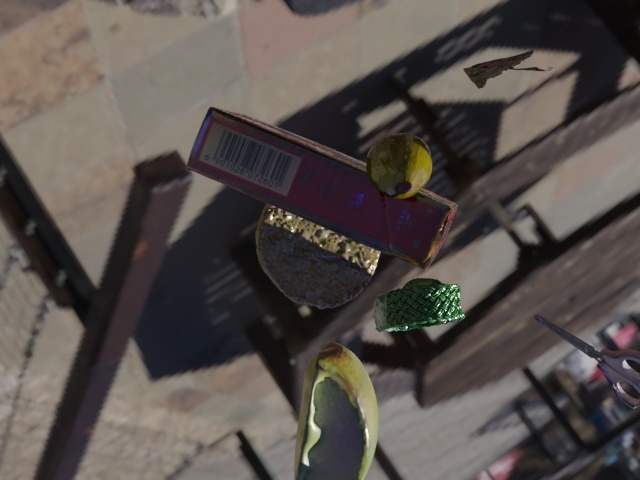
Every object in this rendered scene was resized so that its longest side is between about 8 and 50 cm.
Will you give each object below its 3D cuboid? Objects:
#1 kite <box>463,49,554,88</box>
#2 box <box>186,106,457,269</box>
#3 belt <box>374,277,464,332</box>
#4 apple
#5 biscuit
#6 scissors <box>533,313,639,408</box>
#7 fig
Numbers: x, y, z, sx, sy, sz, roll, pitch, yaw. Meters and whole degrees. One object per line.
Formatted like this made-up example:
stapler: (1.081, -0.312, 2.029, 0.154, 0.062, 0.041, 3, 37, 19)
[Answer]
kite: (0.258, -0.239, 1.894, 0.139, 0.156, 0.011, -36, 120, -35)
box: (0.010, -0.067, 1.686, 0.197, 0.313, 0.089, -14, 127, -83)
belt: (0.149, 0.096, 2.112, 0.121, 0.079, 0.151, 0, 168, -42)
apple: (0.028, 0.269, 2.009, 0.193, 0.120, 0.265, -64, 164, -69)
biscuit: (0.000, 0.000, 2.151, 0.220, 0.220, 0.033, -26, -178, -24)
scissors: (0.348, 0.144, 1.740, 0.015, 0.189, 0.100, -38, 147, -31)
fig: (0.088, -0.078, 1.504, 0.074, 0.074, 0.088, -42, -160, 19)
